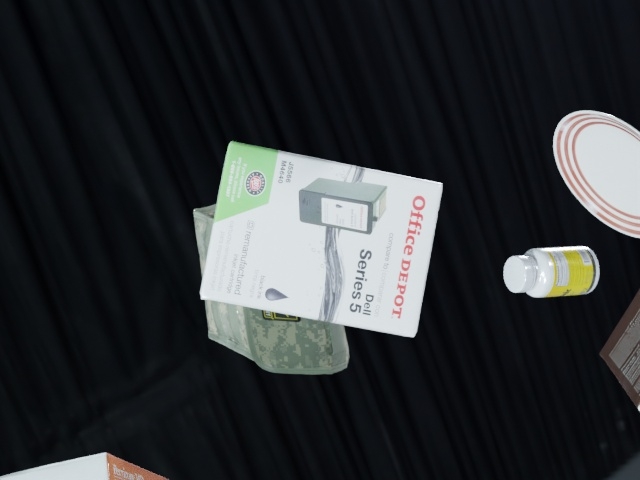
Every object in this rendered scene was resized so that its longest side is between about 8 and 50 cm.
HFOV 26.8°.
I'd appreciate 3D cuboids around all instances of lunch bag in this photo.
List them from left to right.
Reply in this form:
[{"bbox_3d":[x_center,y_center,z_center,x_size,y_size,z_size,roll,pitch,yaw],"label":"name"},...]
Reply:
[{"bbox_3d":[-0.067,0.072,2.161,0.169,0.235,0.287,-18,23,-32],"label":"lunch bag"}]

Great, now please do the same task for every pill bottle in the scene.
[{"bbox_3d":[0.297,0.041,1.740,0.116,0.065,0.065,-2,14,-28],"label":"pill bottle"}]

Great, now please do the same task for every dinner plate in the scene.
[{"bbox_3d":[0.272,-0.062,1.224,0.017,0.141,0.141,-40,30,-23],"label":"dinner plate"}]

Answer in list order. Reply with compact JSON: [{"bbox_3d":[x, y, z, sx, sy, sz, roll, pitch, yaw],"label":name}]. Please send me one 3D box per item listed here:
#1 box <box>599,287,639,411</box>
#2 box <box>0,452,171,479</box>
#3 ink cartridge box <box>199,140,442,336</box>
[{"bbox_3d":[0.438,0.148,1.487,0.143,0.191,0.381,-58,-4,8],"label":"box"},{"bbox_3d":[-0.277,0.461,1.651,0.168,0.215,0.345,-15,68,11],"label":"box"},{"bbox_3d":[0.000,0.000,1.682,0.273,0.198,0.115,10,-2,-5],"label":"ink cartridge box"}]
